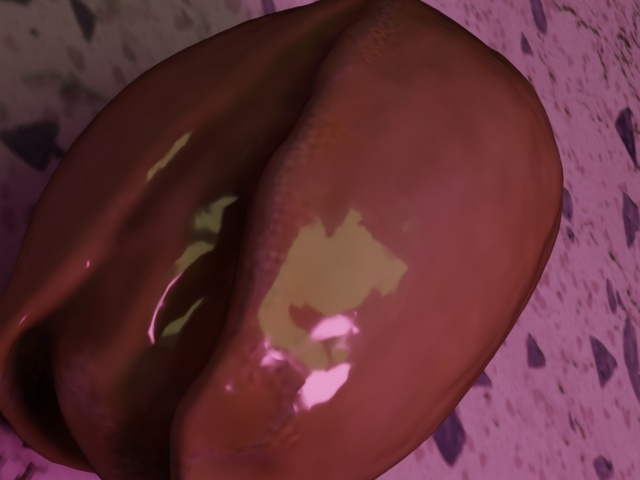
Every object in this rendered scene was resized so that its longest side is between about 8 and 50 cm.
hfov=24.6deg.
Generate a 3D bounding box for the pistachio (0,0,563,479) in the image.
[{"bbox_3d":[0.000,0.000,0.548,0.293,0.162,0.181,-44,146,-59],"label":"pistachio"}]
